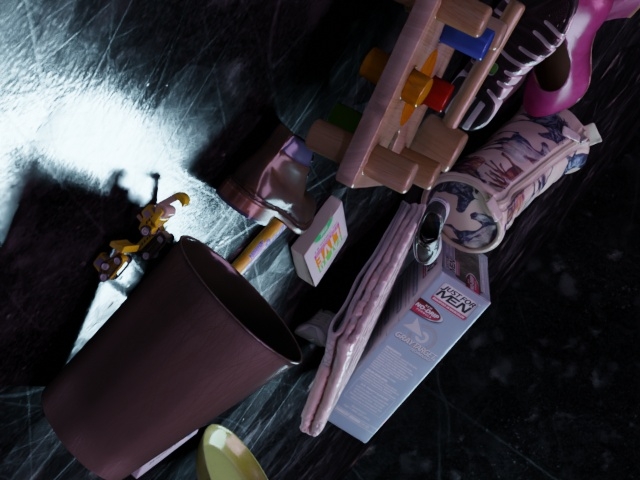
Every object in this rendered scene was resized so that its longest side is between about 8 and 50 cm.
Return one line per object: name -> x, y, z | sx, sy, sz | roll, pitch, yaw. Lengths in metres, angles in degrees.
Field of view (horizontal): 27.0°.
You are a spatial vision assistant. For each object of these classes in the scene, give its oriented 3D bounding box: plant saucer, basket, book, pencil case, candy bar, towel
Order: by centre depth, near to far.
basket -> -0.165, 0.131, 1.386 | 0.227, 0.154, 0.204 | -40, 138, 7
candy bar -> -0.078, 0.007, 1.695 | 0.161, 0.018, 0.040 | -49, 165, -19
book -> 0.000, 0.000, 1.909 | 0.096, 0.035, 0.144 | -54, 165, -12
plant saucer -> -0.131, 0.405, 2.109 | 0.037, 0.241, 0.241 | -30, 170, 11
towel -> 0.067, 0.130, 2.260 | 0.332, 0.053, 0.317 | -59, 171, -36
pencil case -> 0.345, -0.121, 2.427 | 0.183, 0.160, 0.410 | -24, -170, 43

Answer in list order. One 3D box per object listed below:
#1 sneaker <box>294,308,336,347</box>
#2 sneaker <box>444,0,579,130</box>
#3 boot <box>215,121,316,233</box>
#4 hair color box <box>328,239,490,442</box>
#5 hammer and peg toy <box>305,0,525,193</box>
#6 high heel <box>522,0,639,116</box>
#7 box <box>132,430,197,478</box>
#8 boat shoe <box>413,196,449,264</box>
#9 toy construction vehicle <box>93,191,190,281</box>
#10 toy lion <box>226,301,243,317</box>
sneaker -> -0.004, 0.141, 2.208 | 0.061, 0.054, 0.152 | -62, 173, -1
sneaker -> 0.298, -0.300, 2.014 | 0.281, 0.106, 0.162 | -49, 175, 34
boot -> -0.030, -0.071, 1.520 | 0.106, 0.082, 0.219 | -53, 165, 11
hair color box -> 0.153, 0.174, 2.448 | 0.374, 0.114, 0.185 | -52, -168, 24
hammer and peg toy -> 0.115, -0.188, 1.545 | 0.266, 0.127, 0.361 | -65, 170, 10
high heel -> 0.395, -0.336, 2.290 | 0.181, 0.127, 0.377 | -7, 148, -27
box -> -0.192, 0.223, 1.818 | 0.145, 0.038, 0.186 | -33, 157, -53
boat shoe -> 0.179, -0.010, 2.216 | 0.040, 0.049, 0.142 | -53, 160, -47
toy construction vehicle -> -0.176, -0.008, 1.314 | 0.098, 0.035, 0.086 | -48, 167, 19
toy lion -> -0.136, 0.065, 1.482 | 0.100, 0.096, 0.034 | -49, 166, -13
